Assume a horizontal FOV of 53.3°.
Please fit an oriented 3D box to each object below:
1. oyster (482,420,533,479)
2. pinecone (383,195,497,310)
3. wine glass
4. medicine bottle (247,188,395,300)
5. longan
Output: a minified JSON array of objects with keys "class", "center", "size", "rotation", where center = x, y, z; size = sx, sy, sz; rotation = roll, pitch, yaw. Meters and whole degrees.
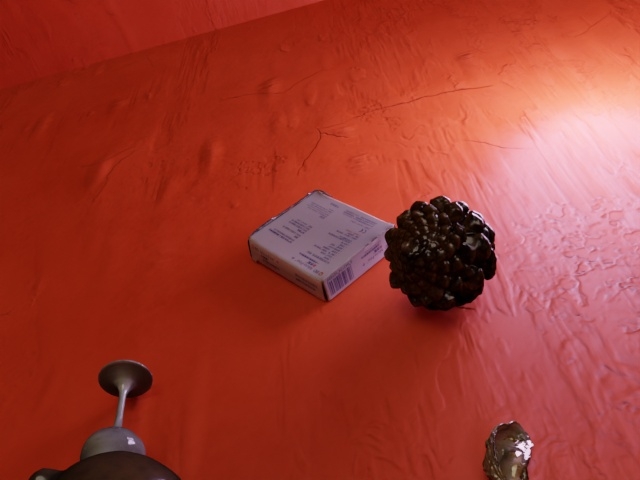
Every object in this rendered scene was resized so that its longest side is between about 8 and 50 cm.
[{"class":"oyster","center":[0.208,0.244,0.694],"size":[0.083,0.038,0.081],"rotation":[-13,53,-43]},{"class":"pinecone","center":[0.173,0.017,0.894],"size":[0.173,0.174,0.174],"rotation":[-11,37,8]},{"class":"wine glass","center":[-0.262,0.249,0.820],"size":[0.079,0.079,0.195],"rotation":[-15,35,3]},{"class":"medicine bottle","center":[0.000,0.000,1.060],"size":[0.171,0.052,0.201],"rotation":[-38,42,-25]},{"class":"longan","center":[-0.224,0.306,0.653],"size":[0.204,0.159,0.185],"rotation":[31,72,16]}]
